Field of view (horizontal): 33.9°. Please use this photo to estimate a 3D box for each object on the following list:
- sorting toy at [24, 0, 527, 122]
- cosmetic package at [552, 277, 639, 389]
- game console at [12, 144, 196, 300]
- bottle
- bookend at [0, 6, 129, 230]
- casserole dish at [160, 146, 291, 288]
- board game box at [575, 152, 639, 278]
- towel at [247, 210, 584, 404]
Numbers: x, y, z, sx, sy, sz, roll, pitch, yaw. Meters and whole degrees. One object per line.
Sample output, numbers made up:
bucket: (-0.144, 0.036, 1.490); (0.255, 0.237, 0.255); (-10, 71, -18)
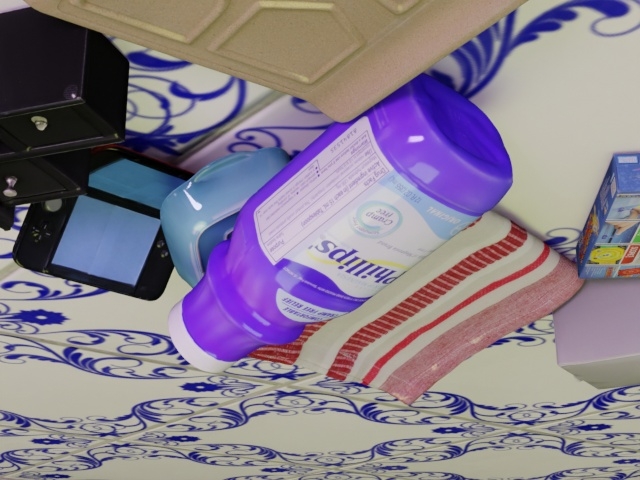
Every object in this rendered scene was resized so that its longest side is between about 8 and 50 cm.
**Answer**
sorting toy: (0.004, -0.167, 0.521); (0.229, 0.041, 0.307); (19, 152, -30)
cosmetic package: (0.363, 0.078, 1.048); (0.238, 0.107, 0.127); (-10, 157, 29)
game console: (-0.150, -0.009, 0.839); (0.144, 0.124, 0.085); (20, -175, -40)
bottle: (0.000, 0.000, 0.755); (0.118, 0.092, 0.283); (23, 130, -40)
bookend: (-0.184, -0.076, 0.690); (0.156, 0.072, 0.157); (-7, 158, 16)
casserole dish: (-0.064, -0.005, 0.845); (0.114, 0.037, 0.188); (-25, 156, -11)
board game box: (0.301, -0.017, 0.893); (0.136, 0.035, 0.201); (-2, 158, 3)
towel: (0.079, 0.054, 0.953); (0.237, 0.037, 0.329); (-38, 144, 22)
